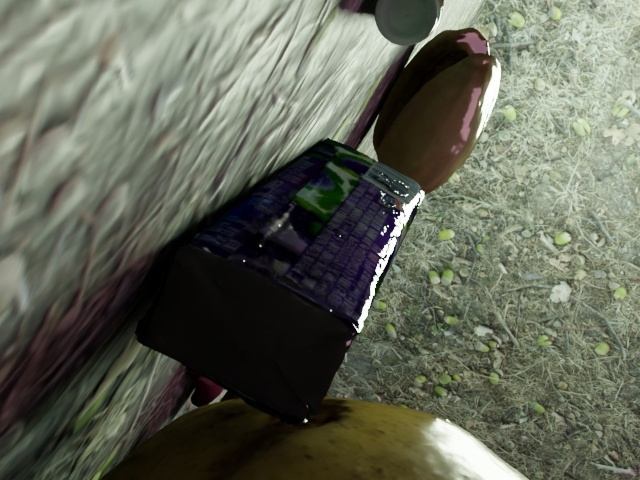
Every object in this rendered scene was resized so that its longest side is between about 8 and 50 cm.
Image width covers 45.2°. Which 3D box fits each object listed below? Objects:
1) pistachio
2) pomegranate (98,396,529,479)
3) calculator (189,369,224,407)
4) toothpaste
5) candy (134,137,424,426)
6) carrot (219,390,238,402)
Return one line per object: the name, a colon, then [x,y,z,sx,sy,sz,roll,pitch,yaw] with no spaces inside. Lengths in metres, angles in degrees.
pistachio: [0.135,-0.141,0.880,0.206,0.131,0.129,-61,-142,40]
pomegranate: [-0.002,0.207,0.352,0.281,0.281,0.281,-58,177,-5]
calculator: [-0.075,0.090,0.703,0.126,0.034,0.190,-59,178,-22]
toothpaste: [0.063,-0.153,0.499,0.056,0.036,0.205,-58,-179,22]
candy: [0.000,0.000,0.451,0.061,0.088,0.312,-63,175,19]
carrot: [-0.049,0.136,0.695,0.228,0.069,0.069,-57,177,14]
